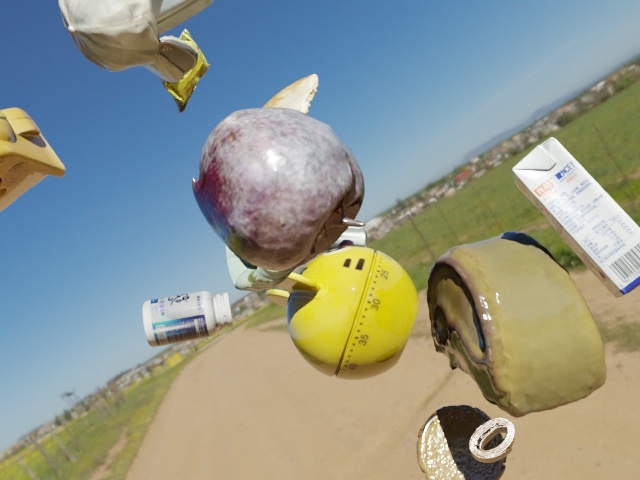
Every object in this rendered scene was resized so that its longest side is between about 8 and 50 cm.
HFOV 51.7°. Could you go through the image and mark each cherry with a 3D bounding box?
[{"bbox_3d":[-0.046,-0.063,0.748,0.195,0.195,0.195,-32,-1,0],"label":"cherry"}]

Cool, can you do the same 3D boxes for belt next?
[{"bbox_3d":[0.288,0.335,1.100,0.083,0.059,0.036,-36,-35,-7],"label":"belt"}]

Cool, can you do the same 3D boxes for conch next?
[{"bbox_3d":[-0.099,0.006,1.252,0.131,0.172,0.200,-4,7,-24],"label":"conch"}]

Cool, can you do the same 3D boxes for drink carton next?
[{"bbox_3d":[0.504,-0.042,1.263,0.106,0.315,0.130,-40,-17,8],"label":"drink carton"}]

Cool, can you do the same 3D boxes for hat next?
[{"bbox_3d":[-0.355,-0.377,1.201,0.161,0.232,0.275,-40,-18,2],"label":"hat"}]

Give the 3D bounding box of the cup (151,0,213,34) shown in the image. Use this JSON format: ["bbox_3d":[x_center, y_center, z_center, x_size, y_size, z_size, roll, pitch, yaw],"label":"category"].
[{"bbox_3d":[-0.357,-0.581,1.516,0.347,0.163,0.347,-25,25,12],"label":"cup"}]

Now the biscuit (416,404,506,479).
[{"bbox_3d":[0.335,0.502,1.576,0.226,0.226,0.042,-32,-24,-18],"label":"biscuit"}]

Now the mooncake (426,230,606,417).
[{"bbox_3d":[0.385,0.187,1.411,0.246,0.393,0.394,-15,-25,-9],"label":"mooncake"}]

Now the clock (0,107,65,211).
[{"bbox_3d":[-0.675,-0.156,1.274,0.244,0.200,0.317,-41,2,-1],"label":"clock"}]

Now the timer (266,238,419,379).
[{"bbox_3d":[0.043,0.163,1.665,0.376,0.386,0.376,20,-90,-86],"label":"timer"}]

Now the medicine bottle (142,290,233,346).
[{"bbox_3d":[-0.298,0.174,1.497,0.191,0.107,0.107,-10,-4,-7],"label":"medicine bottle"}]

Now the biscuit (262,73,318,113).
[{"bbox_3d":[-0.118,-0.409,2.088,0.204,0.040,0.309,-14,36,30],"label":"biscuit"}]

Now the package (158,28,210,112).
[{"bbox_3d":[-0.427,-0.530,2.065,0.090,0.168,0.226,6,53,29],"label":"package"}]

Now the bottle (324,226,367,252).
[{"bbox_3d":[0.000,0.000,1.819,0.253,0.079,0.096,4,-50,-15],"label":"bottle"}]
